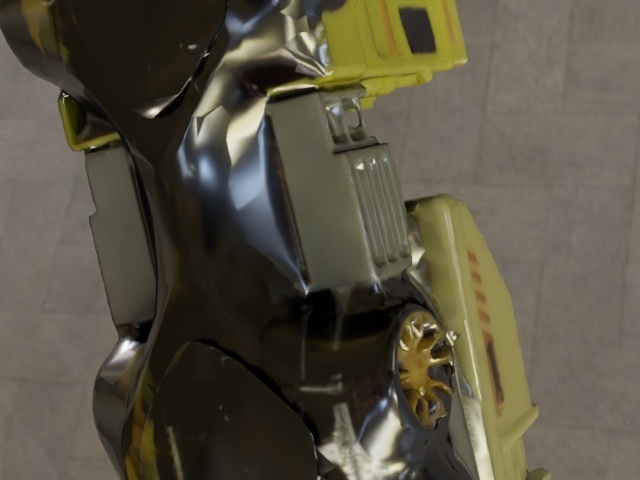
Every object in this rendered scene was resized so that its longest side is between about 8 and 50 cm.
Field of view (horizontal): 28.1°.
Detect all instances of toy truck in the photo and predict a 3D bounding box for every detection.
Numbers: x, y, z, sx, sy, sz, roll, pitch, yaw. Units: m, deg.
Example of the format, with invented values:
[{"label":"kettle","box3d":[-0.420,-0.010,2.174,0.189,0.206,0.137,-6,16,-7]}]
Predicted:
[{"label":"toy truck","box3d":[0.000,0.000,0.643,0.181,0.254,0.405,-12,93,31]}]
